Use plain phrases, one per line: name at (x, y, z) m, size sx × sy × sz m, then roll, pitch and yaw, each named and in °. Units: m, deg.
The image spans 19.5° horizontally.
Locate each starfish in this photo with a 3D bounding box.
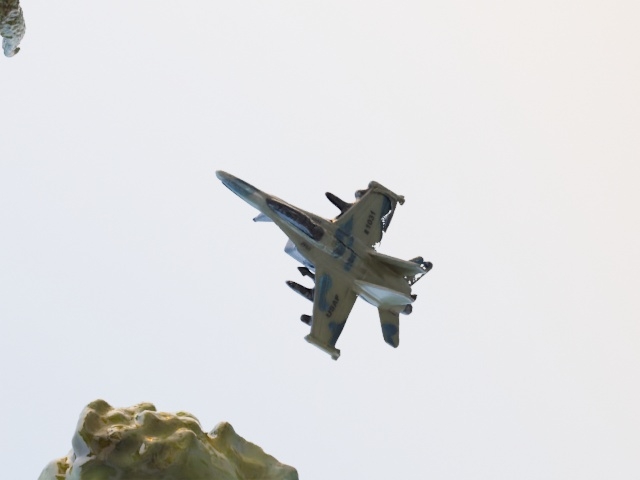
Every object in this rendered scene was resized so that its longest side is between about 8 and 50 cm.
starfish at (-0.298, -0.234, 1.731) m, size 0.223 × 0.050 × 0.217 m, roll 90°, pitch -156°, yaw -65°

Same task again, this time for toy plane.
toy plane at (-0.005, 0.002, 1.852) m, size 0.262 × 0.088 × 0.192 m, roll 31°, pitch -112°, yaw -16°

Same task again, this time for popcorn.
popcorn at (-0.146, 0.279, 1.723) m, size 0.237 × 0.293 × 0.293 m, roll 73°, pitch -170°, yaw -60°
